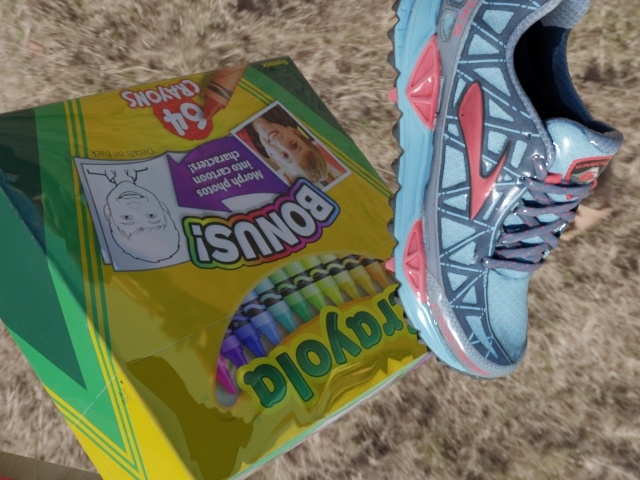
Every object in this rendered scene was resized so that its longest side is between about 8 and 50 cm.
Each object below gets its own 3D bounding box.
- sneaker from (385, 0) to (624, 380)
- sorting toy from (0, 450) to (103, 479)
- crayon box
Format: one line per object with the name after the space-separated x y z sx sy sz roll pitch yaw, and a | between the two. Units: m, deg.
0.110 -0.037 0.582 0.104 0.125 0.262 -21 110 -50 | sneaker
-0.323 0.296 0.876 0.257 0.255 0.089 -65 144 -32 | sorting toy
-0.075 0.017 0.822 0.313 0.363 0.106 53 131 12 | crayon box
